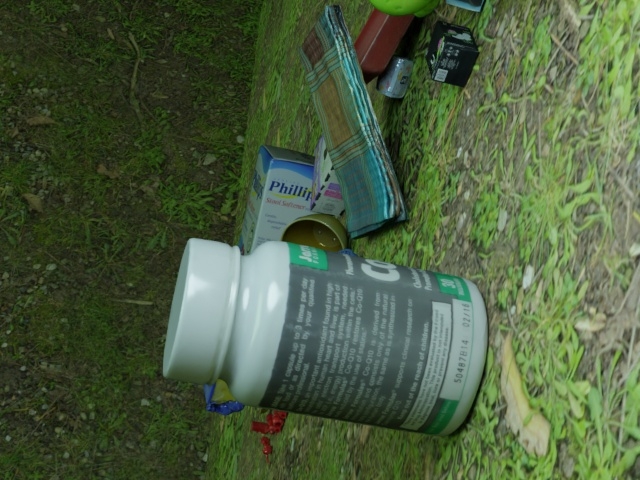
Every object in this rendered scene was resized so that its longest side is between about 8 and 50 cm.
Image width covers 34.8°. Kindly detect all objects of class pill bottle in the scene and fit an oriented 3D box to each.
[{"bbox_3d":[0.002,0.114,1.248,0.204,0.361,0.204,-169,90,-78],"label":"pill bottle"}]

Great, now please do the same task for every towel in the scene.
[{"bbox_3d":[0.044,-0.190,1.746,0.271,0.040,0.370,152,101,-76],"label":"towel"}]

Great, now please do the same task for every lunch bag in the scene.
[{"bbox_3d":[0.130,-0.288,1.789,0.083,0.053,0.071,-86,13,-76],"label":"lunch bag"}]

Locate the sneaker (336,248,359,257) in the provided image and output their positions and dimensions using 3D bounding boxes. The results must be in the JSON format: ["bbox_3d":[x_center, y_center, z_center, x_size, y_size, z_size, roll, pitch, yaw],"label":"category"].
[{"bbox_3d":[0.015,0.113,1.932,0.232,0.090,0.081,-47,25,28],"label":"sneaker"}]

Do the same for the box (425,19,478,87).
[{"bbox_3d":[0.189,-0.271,1.482,0.083,0.052,0.062,-94,19,-54],"label":"box"}]

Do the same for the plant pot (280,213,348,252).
[{"bbox_3d":[0.000,0.000,2.009,0.095,0.134,0.134,-49,-20,-57],"label":"plant pot"}]

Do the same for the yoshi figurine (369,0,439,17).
[{"bbox_3d":[0.100,-0.422,1.465,0.362,0.204,0.202,-116,21,-66],"label":"yoshi figurine"}]

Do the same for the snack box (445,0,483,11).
[{"bbox_3d":[0.238,-0.513,1.454,0.187,0.060,0.321,-99,22,-56],"label":"snack box"}]

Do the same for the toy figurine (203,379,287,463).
[{"bbox_3d":[-0.183,0.318,2.324,0.191,0.217,0.362,-97,20,-56],"label":"toy figurine"}]

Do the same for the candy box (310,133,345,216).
[{"bbox_3d":[0.040,-0.167,2.070,0.196,0.070,0.164,119,159,-59],"label":"candy box"}]

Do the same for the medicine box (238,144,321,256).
[{"bbox_3d":[-0.088,-0.059,2.395,0.263,0.149,0.289,-128,49,-75],"label":"medicine box"}]

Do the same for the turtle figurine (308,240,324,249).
[{"bbox_3d":[-0.036,0.079,2.166,0.217,0.087,0.269,-15,56,69],"label":"turtle figurine"}]

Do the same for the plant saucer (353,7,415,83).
[{"bbox_3d":[0.113,-0.372,1.806,0.259,0.048,0.258,-61,10,-9],"label":"plant saucer"}]
